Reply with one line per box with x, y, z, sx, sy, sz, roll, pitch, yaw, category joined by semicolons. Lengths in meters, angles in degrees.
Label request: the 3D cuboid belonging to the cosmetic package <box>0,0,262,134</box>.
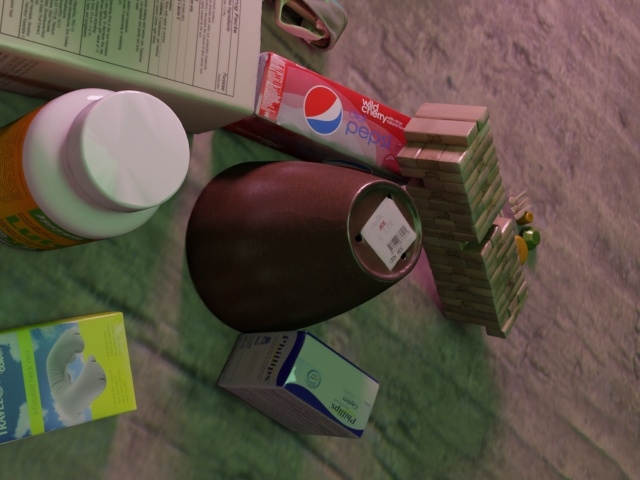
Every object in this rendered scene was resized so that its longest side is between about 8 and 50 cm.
-0.220;-0.220;0.970;0.296;0.129;0.153;12;77;-36;cosmetic package

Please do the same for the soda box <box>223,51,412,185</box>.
0.007;-0.143;1.159;0.263;0.092;0.083;20;77;-36;soda box

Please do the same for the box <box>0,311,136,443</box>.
-0.280;0.138;0.940;0.178;0.042;0.108;-9;90;-39;box

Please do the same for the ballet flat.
-0.053;-0.307;1.146;0.213;0.072;0.068;32;71;-32;ballet flat

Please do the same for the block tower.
0.191;-0.018;1.222;0.091;0.097;0.335;-53;137;-32;block tower

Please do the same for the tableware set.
0.275;-0.003;1.399;0.154;0.024;0.104;-33;109;-36;tableware set

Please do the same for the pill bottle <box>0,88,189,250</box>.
-0.227;-0.065;0.873;0.136;0.246;0.136;5;82;-37;pill bottle

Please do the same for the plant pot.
0.000;0.000;1.052;0.215;0.230;0.215;5;82;-38;plant pot

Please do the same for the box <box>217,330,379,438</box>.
-0.025;0.166;1.073;0.126;0.137;0.072;38;63;-29;box
